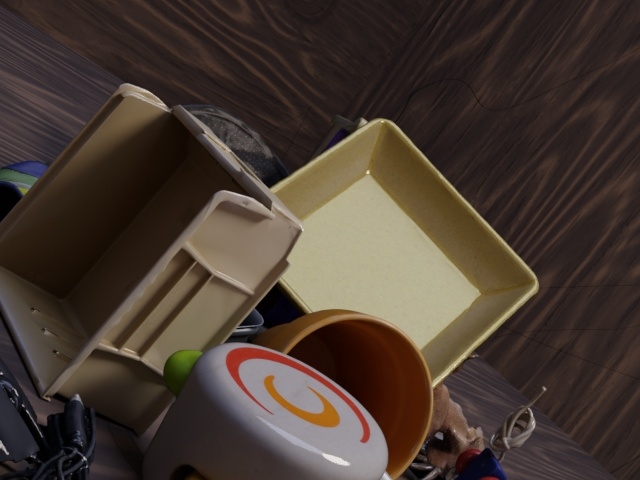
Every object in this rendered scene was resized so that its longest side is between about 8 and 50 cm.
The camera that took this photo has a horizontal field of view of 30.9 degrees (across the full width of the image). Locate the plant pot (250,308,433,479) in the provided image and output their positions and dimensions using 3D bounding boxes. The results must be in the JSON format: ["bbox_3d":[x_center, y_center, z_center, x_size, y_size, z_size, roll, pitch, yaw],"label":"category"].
[{"bbox_3d":[-0.006,0.171,1.319,0.205,0.205,0.188,36,-9,-22],"label":"plant pot"}]

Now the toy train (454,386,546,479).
[{"bbox_3d":[0.223,0.304,1.332,0.143,0.248,0.105,42,5,-11],"label":"toy train"}]

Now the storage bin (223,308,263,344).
[{"bbox_3d":[-0.138,0.100,1.382,0.098,0.091,0.135,-1,33,-41],"label":"storage bin"}]

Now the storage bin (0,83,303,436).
[{"bbox_3d":[-0.182,0.007,1.136,0.123,0.260,0.262,38,5,-40],"label":"storage bin"}]

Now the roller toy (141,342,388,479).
[{"bbox_3d":[-0.050,0.197,1.009,0.191,0.146,0.209,22,15,-28],"label":"roller toy"}]

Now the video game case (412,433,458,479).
[{"bbox_3d":[0.229,0.376,1.786,0.275,0.035,0.248,32,9,-44],"label":"video game case"}]

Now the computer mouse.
[{"bbox_3d":[-0.268,0.095,0.853,0.272,0.072,0.188,37,7,-14],"label":"computer mouse"}]

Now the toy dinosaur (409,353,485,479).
[{"bbox_3d":[0.111,0.253,1.603,0.296,0.200,0.127,0,1,-13],"label":"toy dinosaur"}]

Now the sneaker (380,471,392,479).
[{"bbox_3d":[0.055,0.295,1.141,0.094,0.091,0.258,-27,79,-37],"label":"sneaker"}]

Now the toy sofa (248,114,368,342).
[{"bbox_3d":[0.000,0.000,1.723,0.150,0.362,0.177,36,1,-21],"label":"toy sofa"}]

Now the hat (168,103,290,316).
[{"bbox_3d":[-0.181,-0.012,1.561,0.331,0.331,0.134,36,-32,-17],"label":"hat"}]

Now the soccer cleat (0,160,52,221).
[{"bbox_3d":[-0.283,0.023,1.338,0.289,0.093,0.121,44,38,13],"label":"soccer cleat"}]

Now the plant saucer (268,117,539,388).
[{"bbox_3d":[0.080,0.035,1.550,0.333,0.333,0.081,48,-37,8],"label":"plant saucer"}]
